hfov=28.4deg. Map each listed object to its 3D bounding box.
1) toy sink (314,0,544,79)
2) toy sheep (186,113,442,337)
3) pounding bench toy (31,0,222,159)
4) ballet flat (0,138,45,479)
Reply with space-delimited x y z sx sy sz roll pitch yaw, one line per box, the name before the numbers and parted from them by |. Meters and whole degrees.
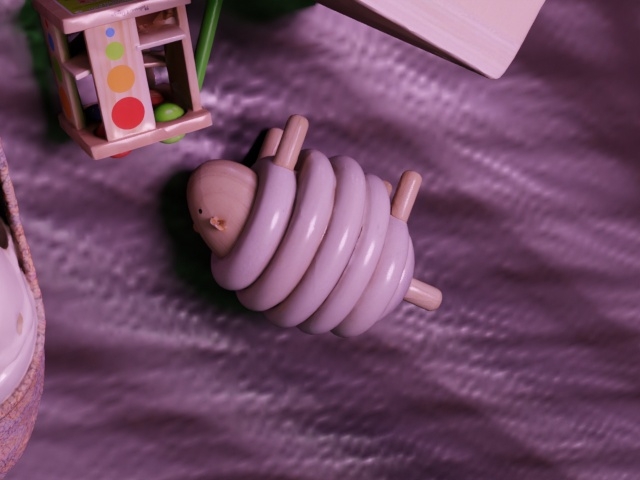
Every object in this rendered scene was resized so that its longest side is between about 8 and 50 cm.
toy sink | 0.044 -0.200 0.469 0.131 0.153 0.234 23 98 -33
toy sheep | 0.000 0.000 0.571 0.132 0.091 0.091 24 99 -14
pounding bench toy | -0.067 -0.075 0.522 0.083 0.052 0.065 -19 118 -20
ballet flat | -0.161 -0.014 0.467 0.107 0.106 0.316 -19 118 -21
